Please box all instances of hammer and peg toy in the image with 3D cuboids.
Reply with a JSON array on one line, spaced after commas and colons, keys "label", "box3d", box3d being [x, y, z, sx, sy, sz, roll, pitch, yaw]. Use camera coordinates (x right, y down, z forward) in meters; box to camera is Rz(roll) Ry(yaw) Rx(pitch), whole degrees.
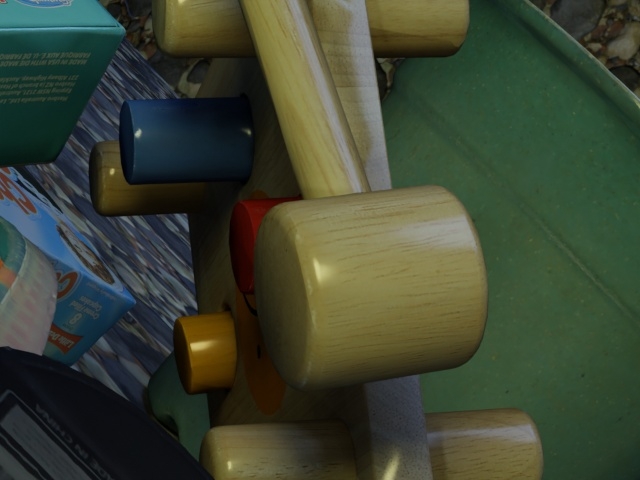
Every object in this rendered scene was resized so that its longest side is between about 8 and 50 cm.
[{"label": "hammer and peg toy", "box3d": [0.000, 0.000, 0.740, 0.361, 0.127, 0.266, 126, -41, -65]}]

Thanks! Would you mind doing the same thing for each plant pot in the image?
[{"label": "plant pot", "box3d": [0.093, 0.062, 1.175, 0.341, 0.334, 0.341, 45, 5, -5]}]

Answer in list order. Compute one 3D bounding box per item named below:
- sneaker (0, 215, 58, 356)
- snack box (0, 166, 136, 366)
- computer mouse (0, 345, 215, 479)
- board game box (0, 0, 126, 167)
[{"label": "sneaker", "box3d": [-0.165, 0.022, 0.622, 0.121, 0.108, 0.302, 48, 5, -19]}, {"label": "snack box", "box3d": [-0.236, -0.053, 0.960, 0.187, 0.060, 0.322, 48, 5, 29]}, {"label": "computer mouse", "box3d": [-0.075, 0.093, 0.319, 0.188, 0.072, 0.272, 45, 13, 1]}, {"label": "board game box", "box3d": [-0.277, -0.158, 0.758, 0.254, 0.079, 0.336, -8, 48, -50]}]
